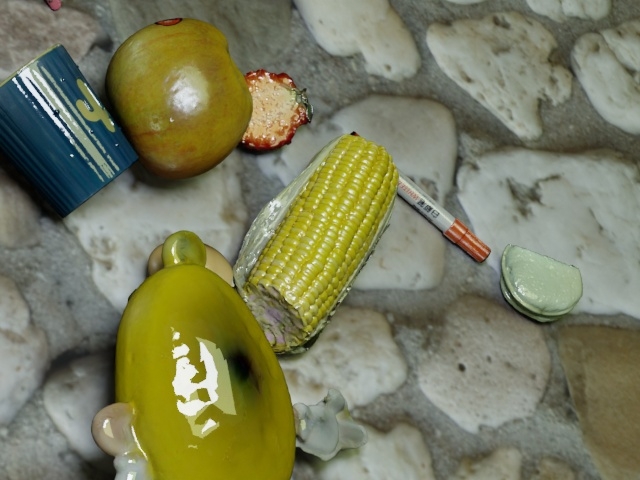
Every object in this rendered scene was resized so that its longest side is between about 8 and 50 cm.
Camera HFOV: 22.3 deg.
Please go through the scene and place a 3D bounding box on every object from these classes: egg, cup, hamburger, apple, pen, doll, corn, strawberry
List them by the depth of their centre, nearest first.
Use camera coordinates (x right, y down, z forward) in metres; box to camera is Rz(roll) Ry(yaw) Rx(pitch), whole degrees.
[{"bbox_3d":[-0.094,0.238,1.708,0.348,0.161,0.423,37,50,-29],"label":"doll"},{"bbox_3d":[-0.283,-0.123,1.801,0.155,0.131,0.176,53,24,-5],"label":"cup"},{"bbox_3d":[-0.147,0.037,1.820,0.096,0.080,0.080,37,50,-20],"label":"egg"},{"bbox_3d":[-0.159,-0.164,1.858,0.155,0.182,0.182,-26,80,-6],"label":"apple"},{"bbox_3d":[-0.002,0.002,1.925,0.305,0.122,0.123,-57,145,-37],"label":"corn"},{"bbox_3d":[-0.079,-0.156,1.997,0.152,0.048,0.104,-21,85,-26],"label":"strawberry"},{"bbox_3d":[0.125,-0.055,2.090,0.239,0.028,0.028,40,50,-9],"label":"pen"},{"bbox_3d":[0.282,0.063,2.119,0.121,0.054,0.084,26,58,-17],"label":"hamburger"}]

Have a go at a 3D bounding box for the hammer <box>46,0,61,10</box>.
[{"bbox_3d":[-0.333,-0.308,1.914,0.083,0.052,0.031,58,6,-18],"label":"hammer"}]
